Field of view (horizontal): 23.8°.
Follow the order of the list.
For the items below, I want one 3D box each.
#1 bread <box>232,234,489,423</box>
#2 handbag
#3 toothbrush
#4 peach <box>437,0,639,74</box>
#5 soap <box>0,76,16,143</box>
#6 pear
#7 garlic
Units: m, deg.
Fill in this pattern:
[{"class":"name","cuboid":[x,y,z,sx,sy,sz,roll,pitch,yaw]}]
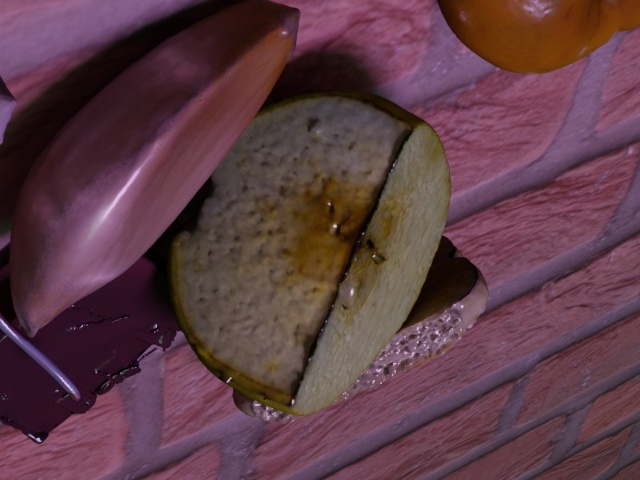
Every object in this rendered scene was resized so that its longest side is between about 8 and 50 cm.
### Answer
[{"class":"bread","cuboid":[0.046,0.080,1.518,0.287,0.056,0.207,-24,-157,23]},{"class":"handbag","cuboid":[-0.220,0.075,1.316,0.203,0.074,0.216,-38,155,4]},{"class":"toothbrush","cuboid":[-0.250,0.059,1.194,0.019,0.013,0.193,-41,113,-7]},{"class":"peach","cuboid":[0.207,-0.240,1.231,0.251,0.153,0.251,-21,146,-15]},{"class":"soap","cuboid":[-0.327,-0.094,0.726,0.302,0.257,0.159,-2,138,-47]},{"class":"pear","cuboid":[0.000,0.000,1.346,0.292,0.159,0.292,-47,151,-36]},{"class":"garlic","cuboid":[-0.134,-0.067,1.148,0.318,0.112,0.143,-42,164,-3]}]
